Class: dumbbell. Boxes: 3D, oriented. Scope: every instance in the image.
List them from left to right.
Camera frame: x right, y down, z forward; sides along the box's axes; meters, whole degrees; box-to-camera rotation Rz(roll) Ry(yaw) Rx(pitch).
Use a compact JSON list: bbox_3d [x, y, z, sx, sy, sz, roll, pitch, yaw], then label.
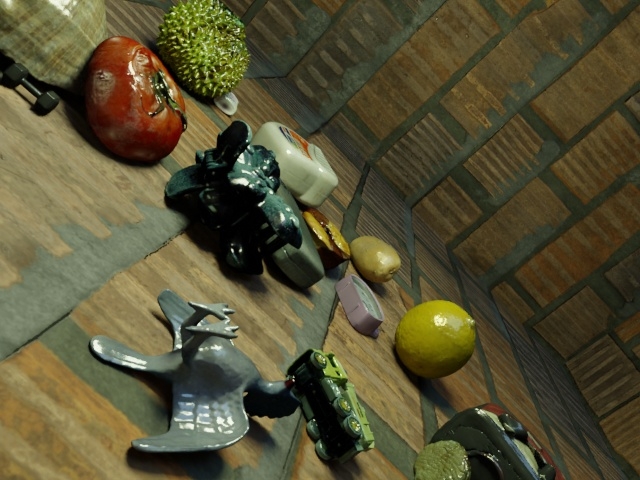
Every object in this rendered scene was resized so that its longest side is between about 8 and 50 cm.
[{"bbox_3d":[-0.449,-0.235,0.847,0.083,0.040,0.036,43,-14,-15],"label":"dumbbell"}]

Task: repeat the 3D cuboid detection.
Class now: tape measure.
[{"bbox_3d":[-0.078,-0.219,1.550,0.265,0.130,0.258,29,22,-32],"label":"tape measure"}]

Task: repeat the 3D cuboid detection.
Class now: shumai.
[{"bbox_3d":[0.224,0.416,0.949,0.087,0.098,0.124,60,16,-14],"label":"shumai"}]

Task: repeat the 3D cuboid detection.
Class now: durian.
[{"bbox_3d":[-0.327,-0.534,1.517,0.291,0.224,0.292,20,67,-58],"label":"durian"}]

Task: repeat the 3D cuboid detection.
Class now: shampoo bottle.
[{"bbox_3d":[-0.281,-0.417,1.633,0.072,0.043,0.099,38,19,-21],"label":"shampoo bottle"}]

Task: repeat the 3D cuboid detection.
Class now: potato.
[{"bbox_3d":[0.149,0.051,1.527,0.178,0.118,0.110,47,-24,50],"label":"potato"}]

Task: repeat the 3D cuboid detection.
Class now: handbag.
[{"bbox_3d":[0.340,0.432,1.027,0.254,0.181,0.181,53,16,27],"label":"handbag"}]

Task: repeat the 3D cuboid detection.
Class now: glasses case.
[{"bbox_3d":[-0.083,-0.041,1.197,0.131,0.074,0.323,51,10,-44],"label":"glasses case"}]

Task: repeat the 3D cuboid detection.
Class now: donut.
[{"bbox_3d":[0.000,0.000,1.337,0.166,0.073,0.184,41,17,-17],"label":"donut"}]

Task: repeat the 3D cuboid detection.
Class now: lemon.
[{"bbox_3d":[0.269,0.228,1.271,0.178,0.203,0.179,38,36,-34],"label":"lemon"}]

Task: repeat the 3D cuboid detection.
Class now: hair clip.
[{"bbox_3d":[-0.156,-0.089,1.023,0.206,0.194,0.310,49,11,-37],"label":"hair clip"}]

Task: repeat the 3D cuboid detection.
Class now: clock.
[{"bbox_3d":[0.100,0.152,1.277,0.110,0.050,0.153,33,22,-38],"label":"clock"}]

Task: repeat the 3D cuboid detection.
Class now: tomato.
[{"bbox_3d":[-0.310,-0.251,0.969,0.228,0.101,0.228,-11,90,-69],"label":"tomato"}]

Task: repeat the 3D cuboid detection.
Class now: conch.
[{"bbox_3d":[-0.465,-0.411,0.924,0.352,0.210,0.297,33,30,-35],"label":"conch"}]

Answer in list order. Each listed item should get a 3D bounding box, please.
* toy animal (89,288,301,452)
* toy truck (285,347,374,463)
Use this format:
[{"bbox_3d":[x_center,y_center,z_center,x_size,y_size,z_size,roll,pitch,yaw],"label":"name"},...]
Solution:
[{"bbox_3d":[-0.139,0.163,0.655,0.255,0.177,0.239,5,27,-12],"label":"toy animal"},{"bbox_3d":[0.023,0.252,0.835,0.100,0.077,0.169,22,29,-49],"label":"toy truck"}]
